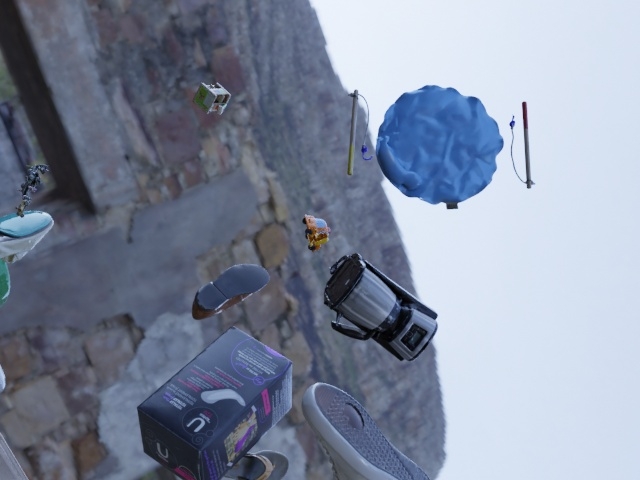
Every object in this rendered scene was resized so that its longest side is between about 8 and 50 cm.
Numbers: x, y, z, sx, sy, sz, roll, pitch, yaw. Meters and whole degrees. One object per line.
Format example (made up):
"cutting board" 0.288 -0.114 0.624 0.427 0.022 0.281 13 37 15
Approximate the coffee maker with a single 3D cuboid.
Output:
"coffee maker" 0.106 0.108 1.579 0.178 0.171 0.120 37 -62 -13

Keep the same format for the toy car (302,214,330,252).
"toy car" 0.000 0.000 1.397 0.122 0.040 0.060 -110 -172 -68

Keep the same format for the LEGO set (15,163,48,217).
"LEGO set" -0.323 -0.061 1.013 0.054 0.023 0.083 -62 -166 14

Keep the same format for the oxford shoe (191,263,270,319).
"oxford shoe" -0.201 0.112 2.003 0.076 0.212 0.076 50 -43 17

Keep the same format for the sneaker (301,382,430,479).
"sneaker" 0.043 0.326 1.322 0.290 0.123 0.106 49 24 -24

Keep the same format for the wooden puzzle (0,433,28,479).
"wooden puzzle" -0.506 0.440 1.400 0.221 0.044 0.239 -75 147 -56

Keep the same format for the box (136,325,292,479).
"box" -0.196 0.320 1.760 0.165 0.270 0.143 27 -44 26

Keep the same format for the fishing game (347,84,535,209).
"fishing game" 0.169 -0.132 1.305 0.041 0.264 0.189 95 -5 -70

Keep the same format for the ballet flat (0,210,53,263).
"ballet flat" -0.577 0.010 1.633 0.086 0.248 0.086 8 -73 26

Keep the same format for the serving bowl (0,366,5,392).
"serving bowl" -0.647 0.263 1.824 0.083 0.027 0.083 53 -24 36

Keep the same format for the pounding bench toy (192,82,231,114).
"pounding bench toy" -0.241 -0.323 2.137 0.083 0.065 0.052 43 -61 21

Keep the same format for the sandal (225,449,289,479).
"sandal" -0.135 0.450 1.825 0.049 0.180 0.072 -6 -110 53

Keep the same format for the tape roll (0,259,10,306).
"tape roll" -0.775 0.028 1.862 0.321 0.077 0.321 20 -49 25
